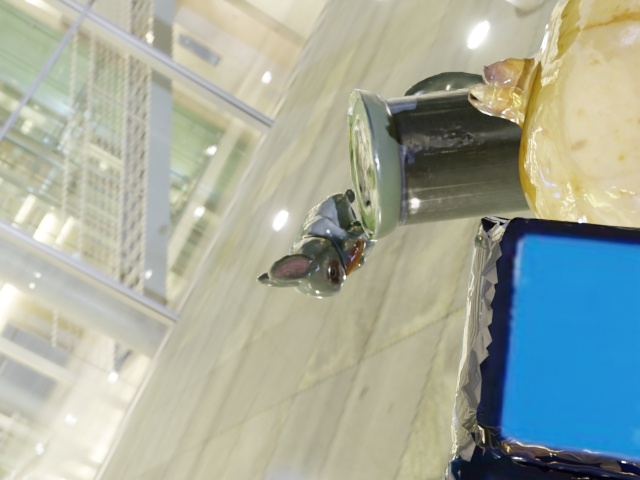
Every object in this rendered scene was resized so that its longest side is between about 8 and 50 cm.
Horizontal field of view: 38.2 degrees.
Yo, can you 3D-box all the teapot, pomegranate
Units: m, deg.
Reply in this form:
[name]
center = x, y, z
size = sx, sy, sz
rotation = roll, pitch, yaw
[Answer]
[teapot]
center = 0.210, -0.136, 1.243
size = 0.270, 0.337, 0.200
rotation = -102, 8, -45
[pomegranate]
center = 0.300, -0.111, 0.792
size = 0.342, 0.342, 0.342
rotation = -55, 14, 20

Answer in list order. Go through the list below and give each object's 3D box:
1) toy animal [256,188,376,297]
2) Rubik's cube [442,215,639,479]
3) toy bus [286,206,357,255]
[toy animal]
center = -0.005, 0.028, 1.369
size = 0.251, 0.125, 0.127
rotation = -45, -24, -52
[Rubik's cube]
center = 0.202, 0.159, 0.456
size = 0.293, 0.288, 0.283
rotation = 44, -127, -71
[toy bus]
center = 0.000, 0.000, 1.631
size = 0.076, 0.073, 0.167
rotation = 3, 51, 38
